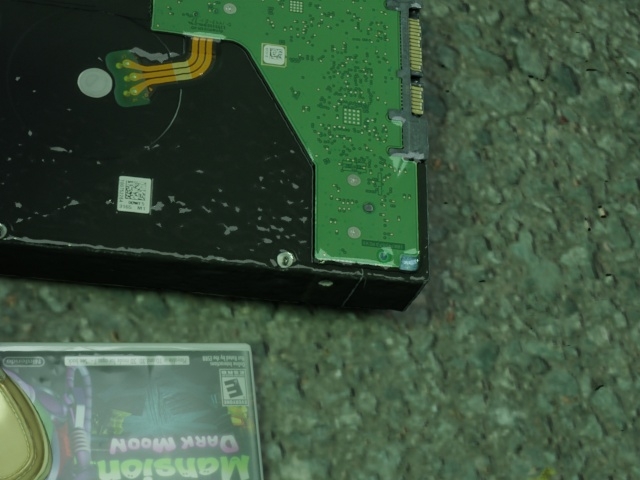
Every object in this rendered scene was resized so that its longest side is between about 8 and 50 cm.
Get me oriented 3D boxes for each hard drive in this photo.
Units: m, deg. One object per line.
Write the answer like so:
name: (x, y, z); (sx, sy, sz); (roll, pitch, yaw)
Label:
hard drive: (-0.099, -0.083, 0.936); (0.339, 0.064, 0.237); (5, 65, -12)

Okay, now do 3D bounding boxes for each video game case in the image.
video game case: (-0.126, 0.145, 0.865); (0.190, 0.022, 0.173); (2, 67, -20)

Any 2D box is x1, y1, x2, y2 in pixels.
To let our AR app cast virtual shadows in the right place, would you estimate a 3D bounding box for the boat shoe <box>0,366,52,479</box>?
boat shoe: (-0.219, 0.076, 0.818); (0.063, 0.059, 0.170); (-41, 70, -9)
